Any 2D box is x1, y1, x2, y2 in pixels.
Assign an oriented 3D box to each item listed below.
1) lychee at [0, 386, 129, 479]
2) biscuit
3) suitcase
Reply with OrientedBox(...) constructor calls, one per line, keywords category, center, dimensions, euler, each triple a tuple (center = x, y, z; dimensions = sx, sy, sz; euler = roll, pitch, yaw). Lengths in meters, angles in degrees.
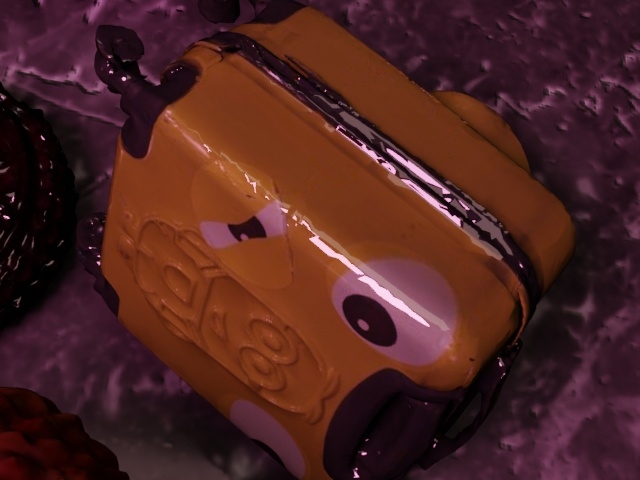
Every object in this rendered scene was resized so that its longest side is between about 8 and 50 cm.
OrientedBox(category="lychee", center=(-0.158, 0.169, 0.348), dimensions=(0.271, 0.236, 0.236), euler=(-18, 66, -29))
OrientedBox(category="biscuit", center=(-0.232, -0.021, 0.576), dimensions=(0.195, 0.053, 0.194), euler=(3, 62, -6))
OrientedBox(category="suitcase", center=(0.000, 0.000, 0.522), dimensions=(0.235, 0.194, 0.143), euler=(39, 54, 12))
